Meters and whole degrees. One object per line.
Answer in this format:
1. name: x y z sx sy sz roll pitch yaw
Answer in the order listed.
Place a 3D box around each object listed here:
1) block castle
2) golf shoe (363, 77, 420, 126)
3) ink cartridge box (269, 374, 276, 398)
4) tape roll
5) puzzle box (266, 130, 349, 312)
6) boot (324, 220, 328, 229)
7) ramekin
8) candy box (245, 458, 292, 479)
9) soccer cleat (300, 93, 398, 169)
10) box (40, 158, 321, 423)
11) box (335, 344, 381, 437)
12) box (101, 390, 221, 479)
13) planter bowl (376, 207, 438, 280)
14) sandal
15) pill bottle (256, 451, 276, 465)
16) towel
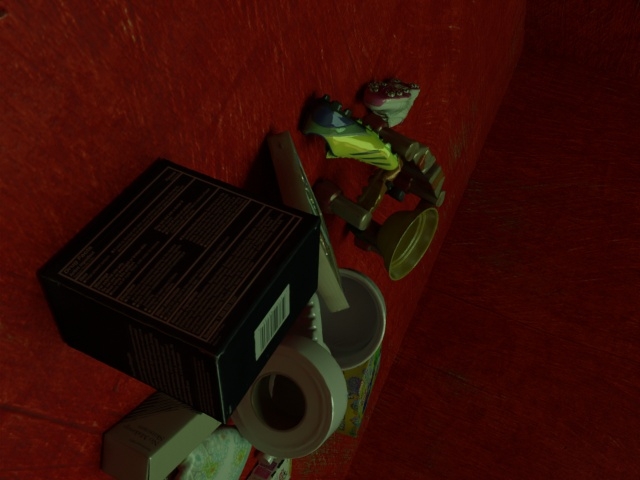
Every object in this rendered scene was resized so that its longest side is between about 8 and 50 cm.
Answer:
1. block castle: 0.159 -0.139 2.015 0.303 0.213 0.453 -56 154 -2
2. golf shoe: 0.192 -0.369 2.009 0.306 0.115 0.140 -29 139 -61
3. ink cartridge box: -0.091 0.359 2.074 0.223 0.045 0.224 -28 134 -64
4. tape roll: -0.083 0.375 1.752 0.100 0.286 0.286 -21 129 -66
5. puzzle box: -0.021 -0.025 1.613 0.409 0.052 0.272 66 8 -65
6. boot: 0.000 0.000 1.970 0.118 0.042 0.087 87 21 -63
7. ramekin: 0.048 0.202 1.964 0.135 0.277 0.277 -19 128 -75
8. candy box: -0.171 0.749 2.218 0.233 0.071 0.159 -49 152 -46
9. soccer cleat: 0.069 -0.230 1.703 0.289 0.093 0.121 30 103 -39
10. box: -0.194 0.063 1.100 0.296 0.294 0.183 -53 158 -39
11. box: 0.078 0.428 2.356 0.279 0.177 0.290 89 20 -47
12. box: -0.294 0.362 1.420 0.275 0.113 0.094 -38 143 -59
13. planter bowl: 0.211 -0.010 1.901 0.217 0.090 0.217 -42 150 -31
14. sandal: -0.031 0.324 1.867 0.102 0.169 0.416 5 87 -49
15. pill bottle: -0.141 0.610 2.167 0.116 0.065 0.065 -56 157 -36
16. towel: -0.304 0.616 1.689 0.374 0.090 0.320 -69 162 -2
